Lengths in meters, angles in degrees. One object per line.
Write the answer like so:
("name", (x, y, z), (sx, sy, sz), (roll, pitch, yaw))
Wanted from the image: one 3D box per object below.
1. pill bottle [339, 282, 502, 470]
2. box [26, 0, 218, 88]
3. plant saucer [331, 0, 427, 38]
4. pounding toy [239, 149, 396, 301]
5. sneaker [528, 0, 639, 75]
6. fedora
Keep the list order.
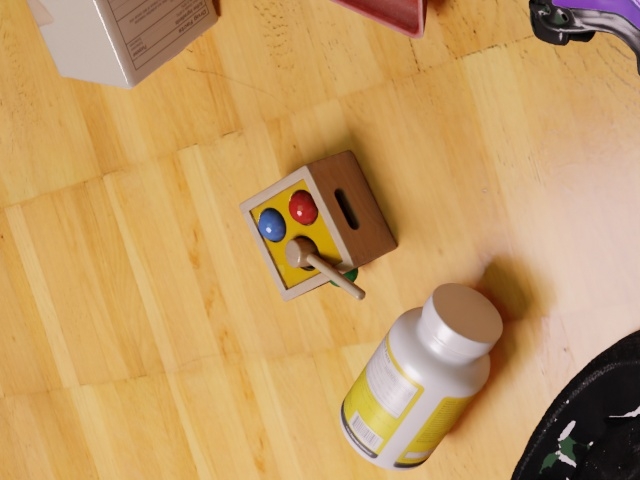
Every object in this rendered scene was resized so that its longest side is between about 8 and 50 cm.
("pill bottle", (0.098, 0.129, 1.261), (0.103, 0.103, 0.184), (46, 129, 20))
("box", (-0.230, -0.319, 1.293), (0.121, 0.148, 0.311), (14, 135, 39))
("plant saucer", (-0.001, -0.334, 1.169), (0.259, 0.047, 0.258), (31, 148, 31))
("pounding toy", (0.000, 0.000, 1.303), (0.130, 0.100, 0.141), (-28, 86, 44))
("sneaker", (0.194, -0.232, 1.048), (0.293, 0.102, 0.146), (45, 130, 21))
("fedora", (0.272, 0.231, 1.076), (0.152, 0.334, 0.334), (26, 128, -8))
